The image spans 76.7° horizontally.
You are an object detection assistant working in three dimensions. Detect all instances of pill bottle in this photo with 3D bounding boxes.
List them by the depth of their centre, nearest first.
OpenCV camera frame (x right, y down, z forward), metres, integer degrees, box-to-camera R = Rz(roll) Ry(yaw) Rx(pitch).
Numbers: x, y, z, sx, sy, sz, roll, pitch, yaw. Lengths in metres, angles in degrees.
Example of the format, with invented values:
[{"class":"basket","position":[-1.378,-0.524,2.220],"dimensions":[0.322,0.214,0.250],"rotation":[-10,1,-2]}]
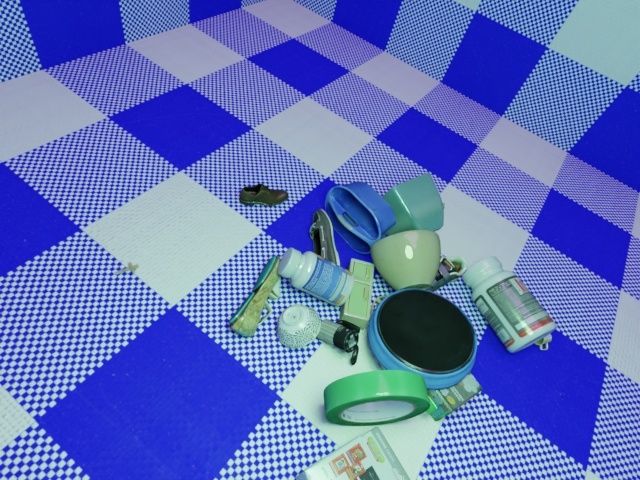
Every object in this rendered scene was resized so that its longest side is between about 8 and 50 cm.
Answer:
[{"class":"pill bottle","position":[-0.019,0.133,1.543],"dimensions":[0.272,0.152,0.152],"rotation":[29,47,-19]},{"class":"pill bottle","position":[0.766,0.257,1.677],"dimensions":[0.210,0.210,0.363],"rotation":[-13,58,-24]}]

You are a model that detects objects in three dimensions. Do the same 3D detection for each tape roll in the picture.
[{"class":"tape roll","position":[0.171,0.493,1.250],"dimensions":[0.321,0.321,0.077],"rotation":[5,50,-12]}]

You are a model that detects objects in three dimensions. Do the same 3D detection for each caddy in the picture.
[{"class":"caddy","position":[0.161,-0.102,1.775],"dimensions":[0.179,0.241,0.341],"rotation":[-26,62,-36]}]

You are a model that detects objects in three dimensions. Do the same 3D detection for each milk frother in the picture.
[{"class":"milk frother","position":[0.073,0.371,1.476],"dimensions":[0.135,0.143,0.129],"rotation":[14,9,42]}]

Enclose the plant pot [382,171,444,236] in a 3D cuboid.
[{"class":"plant pot","position":[0.420,-0.122,1.869],"dimensions":[0.248,0.247,0.252],"rotation":[-24,79,-30]}]

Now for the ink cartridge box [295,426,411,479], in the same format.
[{"class":"ink cartridge box","position":[0.127,0.751,1.160],"dimensions":[0.272,0.130,0.309],"rotation":[-17,59,-29]}]

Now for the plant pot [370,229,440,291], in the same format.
[{"class":"plant pot","position":[0.355,0.103,1.616],"dimensions":[0.284,0.284,0.191],"rotation":[-1,65,-17]}]

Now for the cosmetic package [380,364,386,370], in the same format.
[{"class":"cosmetic package","position":[0.329,0.414,1.528],"dimensions":[0.239,0.060,0.099],"rotation":[-10,54,-22]}]

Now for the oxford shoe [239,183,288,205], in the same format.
[{"class":"oxford shoe","position":[-0.250,-0.211,1.839],"dimensions":[0.227,0.096,0.083],"rotation":[-5,52,-21]}]

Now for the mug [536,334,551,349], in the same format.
[{"class":"mug","position":[0.938,0.415,1.710],"dimensions":[0.064,0.078,0.062],"rotation":[3,19,-24]}]

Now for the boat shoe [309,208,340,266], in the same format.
[{"class":"boat shoe","position":[0.000,0.000,1.731],"dimensions":[0.095,0.112,0.335],"rotation":[-1,56,-22]}]

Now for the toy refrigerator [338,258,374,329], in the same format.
[{"class":"toy refrigerator","position":[0.147,0.208,1.618],"dimensions":[0.102,0.094,0.269],"rotation":[15,50,-3]}]

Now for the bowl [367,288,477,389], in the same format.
[{"class":"bowl","position":[0.369,0.333,1.450],"dimensions":[0.391,0.077,0.391],"rotation":[5,44,-4]}]

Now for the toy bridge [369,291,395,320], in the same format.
[{"class":"toy bridge","position":[0.250,0.263,1.648],"dimensions":[0.063,0.026,0.188],"rotation":[42,53,19]}]

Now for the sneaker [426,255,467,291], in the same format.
[{"class":"sneaker","position":[0.497,0.146,1.747],"dimensions":[0.321,0.127,0.126],"rotation":[-21,62,-27]}]

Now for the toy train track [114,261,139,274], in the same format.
[{"class":"toy train track","position":[-0.719,0.110,1.506],"dimensions":[0.083,0.014,0.048],"rotation":[-21,68,-22]}]

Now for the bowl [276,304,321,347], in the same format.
[{"class":"bowl","position":[-0.089,0.289,1.455],"dimensions":[0.170,0.080,0.170],"rotation":[-9,47,9]}]

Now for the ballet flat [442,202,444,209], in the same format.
[{"class":"ballet flat","position":[0.541,-0.225,2.083],"dimensions":[0.241,0.077,0.091],"rotation":[37,53,15]}]

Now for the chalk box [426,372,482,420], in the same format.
[{"class":"chalk box","position":[0.428,0.533,1.418],"dimensions":[0.213,0.132,0.132],"rotation":[-20,61,-27]}]

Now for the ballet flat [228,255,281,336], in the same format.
[{"class":"ballet flat","position":[-0.215,0.211,1.515],"dimensions":[0.123,0.123,0.348],"rotation":[25,50,5]}]
